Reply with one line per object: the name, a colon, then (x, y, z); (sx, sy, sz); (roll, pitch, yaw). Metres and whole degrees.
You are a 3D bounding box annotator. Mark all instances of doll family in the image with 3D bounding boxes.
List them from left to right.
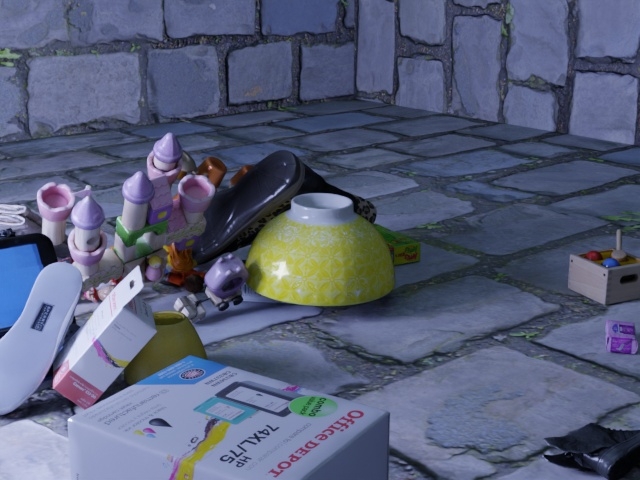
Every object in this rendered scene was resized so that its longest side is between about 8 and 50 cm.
doll family: (-0.337, 0.045, 1.924); (0.263, 0.118, 0.163); (-8, 18, -26)

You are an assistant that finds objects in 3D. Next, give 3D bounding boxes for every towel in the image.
towel: (-0.632, -0.017, 2.060); (0.187, 0.049, 0.282); (5, -15, 13)

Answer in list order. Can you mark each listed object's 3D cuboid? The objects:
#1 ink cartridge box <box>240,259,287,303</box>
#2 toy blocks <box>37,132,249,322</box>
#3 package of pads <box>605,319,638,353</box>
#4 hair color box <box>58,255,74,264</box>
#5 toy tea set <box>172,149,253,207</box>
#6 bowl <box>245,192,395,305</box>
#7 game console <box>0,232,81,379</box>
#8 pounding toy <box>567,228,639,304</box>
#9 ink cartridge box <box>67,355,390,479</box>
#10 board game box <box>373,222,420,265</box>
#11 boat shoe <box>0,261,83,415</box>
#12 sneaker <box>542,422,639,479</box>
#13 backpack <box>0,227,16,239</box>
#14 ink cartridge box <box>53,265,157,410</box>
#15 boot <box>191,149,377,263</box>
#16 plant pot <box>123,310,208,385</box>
ink cartridge box: (-0.064, 0.072, 1.967); (0.207, 0.045, 0.208); (2, 15, 8)
toy blocks: (-0.299, -0.031, 1.731); (0.289, 0.260, 0.309); (-23, 63, -31)
package of pads: (0.506, 0.162, 1.680); (0.050, 0.031, 0.083); (3, 17, 14)
hair color box: (-0.504, 0.078, 1.918); (0.072, 0.043, 0.141); (-21, 20, -8)
toy tea set: (-0.267, -0.113, 2.487); (0.336, 0.124, 0.200); (8, 40, -47)
bowl: (0.000, 0.000, 1.863); (0.290, 0.155, 0.289); (1, 18, 0)
game console: (-0.519, 0.115, 1.595); (0.293, 0.173, 0.250); (-13, 20, -35)
pounding toy: (0.567, 0.049, 1.940); (0.141, 0.100, 0.130); (-8, 19, -25)
ink cartridge box: (-0.089, 0.267, 1.032); (0.270, 0.197, 0.198); (11, 20, 31)
board game box: (0.130, 0.008, 2.181); (0.092, 0.043, 0.181); (-9, 18, -27)
boat shoe: (-0.429, 0.157, 1.504); (0.095, 0.084, 0.258); (25, 59, 4)
sneaker: (0.378, 0.263, 1.301); (0.170, 0.051, 0.089); (-16, 27, -34)
backpack: (-0.669, 0.041, 1.944); (0.158, 0.116, 0.173); (-6, 0, -22)
ink cartridge box: (-0.308, 0.141, 1.480); (0.067, 0.198, 0.115); (40, 4, -21)
boot: (-0.094, -0.027, 2.085); (0.284, 0.377, 0.138); (22, 43, -42)
plant pot: (-0.241, 0.165, 1.558); (0.134, 0.095, 0.134); (0, 17, 0)
